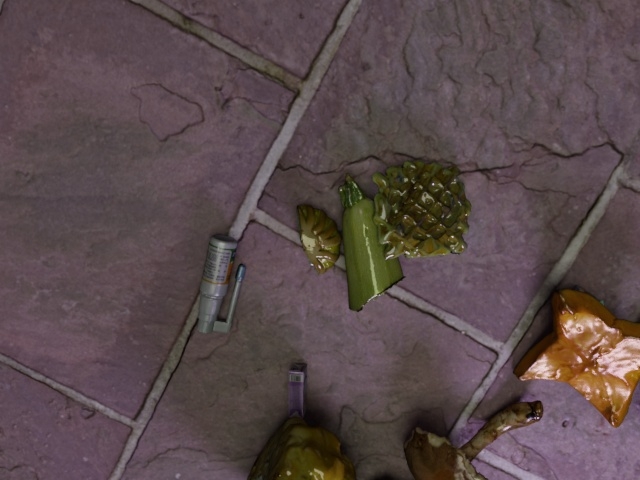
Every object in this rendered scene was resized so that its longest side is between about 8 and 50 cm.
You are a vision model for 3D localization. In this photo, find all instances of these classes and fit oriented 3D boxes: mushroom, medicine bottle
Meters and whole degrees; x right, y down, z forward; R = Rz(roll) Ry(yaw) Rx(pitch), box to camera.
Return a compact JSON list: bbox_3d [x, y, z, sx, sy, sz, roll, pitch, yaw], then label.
[{"bbox_3d":[0.350,0.496,1.239,0.302,0.233,0.207,-8,76,-19],"label":"mushroom"},{"bbox_3d":[-0.221,0.101,1.225,0.092,0.061,0.220,10,103,-19],"label":"medicine bottle"}]

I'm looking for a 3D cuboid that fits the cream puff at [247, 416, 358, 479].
[{"bbox_3d":[-0.028,0.562,1.183,0.257,0.291,0.324,29,112,-10],"label":"cream puff"}]

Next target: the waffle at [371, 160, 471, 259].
[{"bbox_3d":[0.213,-0.068,1.134,0.224,0.054,0.203,-4,82,-17],"label":"waffle"}]

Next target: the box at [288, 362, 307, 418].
[{"bbox_3d":[-0.051,0.346,1.266,0.036,0.050,0.117,2,102,10],"label":"box"}]

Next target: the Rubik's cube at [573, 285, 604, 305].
[{"bbox_3d":[0.569,0.150,1.188,0.073,0.075,0.084,31,126,8],"label":"Rubik's cube"}]

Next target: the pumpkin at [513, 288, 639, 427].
[{"bbox_3d":[0.564,0.237,1.142,0.258,0.095,0.290,21,130,12],"label":"pumpkin"}]

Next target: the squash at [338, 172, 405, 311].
[{"bbox_3d":[0.110,-0.002,1.167,0.137,0.137,0.287,-6,93,4],"label":"squash"}]

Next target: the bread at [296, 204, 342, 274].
[{"bbox_3d":[0.000,0.000,1.189,0.095,0.083,0.157,-4,100,-9],"label":"bread"}]
